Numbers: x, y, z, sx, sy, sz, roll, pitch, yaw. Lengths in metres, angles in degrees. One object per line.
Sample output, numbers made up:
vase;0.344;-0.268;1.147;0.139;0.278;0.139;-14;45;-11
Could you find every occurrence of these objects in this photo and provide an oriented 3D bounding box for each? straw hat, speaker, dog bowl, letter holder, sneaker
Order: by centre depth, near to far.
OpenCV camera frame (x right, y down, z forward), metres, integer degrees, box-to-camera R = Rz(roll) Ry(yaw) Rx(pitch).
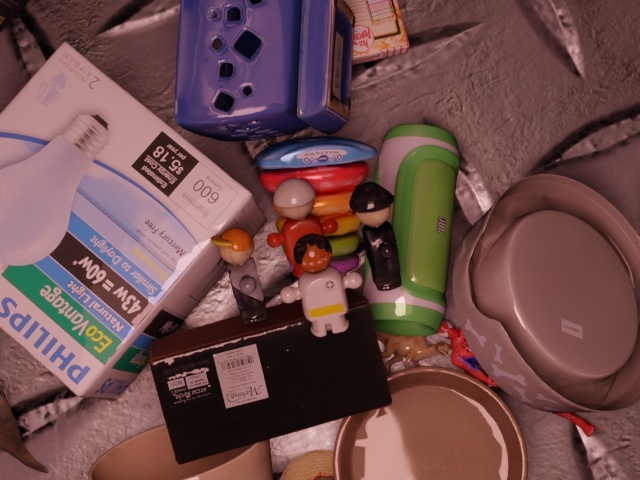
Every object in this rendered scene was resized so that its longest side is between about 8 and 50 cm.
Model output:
letter holder;-0.078;0.173;1.607;0.302;0.214;0.152;-15;101;-6
dog bowl;0.335;0.084;1.611;0.349;0.102;0.348;14;61;-28
speaker;0.133;-0.015;1.668;0.131;0.131;0.296;7;74;1
sneaker;0.211;0.382;1.676;0.082;0.069;0.209;-40;85;-7
straw hat;0.007;0.379;1.680;0.144;0.061;0.144;0;85;0

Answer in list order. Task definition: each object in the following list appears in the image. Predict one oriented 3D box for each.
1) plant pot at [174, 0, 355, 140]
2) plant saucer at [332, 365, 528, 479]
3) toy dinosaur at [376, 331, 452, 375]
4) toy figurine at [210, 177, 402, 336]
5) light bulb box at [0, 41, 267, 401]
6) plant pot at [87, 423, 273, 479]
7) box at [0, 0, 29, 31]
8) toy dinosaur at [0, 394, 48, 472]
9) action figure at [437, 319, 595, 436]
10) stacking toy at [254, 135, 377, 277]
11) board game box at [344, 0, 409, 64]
plant pot;-0.070;-0.263;1.637;0.212;0.236;0.236;3;89;12
plant saucer;0.156;0.320;1.633;0.278;0.041;0.278;0;78;2
toy dinosaur;0.114;0.160;1.711;0.183;0.053;0.092;20;84;26
toy figurine;-0.014;0.014;1.504;0.213;0.209;0.148;9;121;39
light bulb box;-0.330;-0.017;1.630;0.358;0.225;0.361;38;85;9
plant pot;-0.165;0.418;1.605;0.256;0.256;0.274;-14;101;-1
box;-0.595;-0.344;1.713;0.165;0.143;0.270;41;85;3
toy dinosaur;-0.538;0.253;1.666;0.313;0.121;0.160;28;98;7
action figure;0.292;0.187;1.666;0.280;0.139;0.091;28;85;5
stacking toy;0.000;0.000;1.690;0.175;0.166;0.302;-5;99;-7
board game box;0.044;-0.371;1.763;0.147;0.045;0.193;-12;84;-1
